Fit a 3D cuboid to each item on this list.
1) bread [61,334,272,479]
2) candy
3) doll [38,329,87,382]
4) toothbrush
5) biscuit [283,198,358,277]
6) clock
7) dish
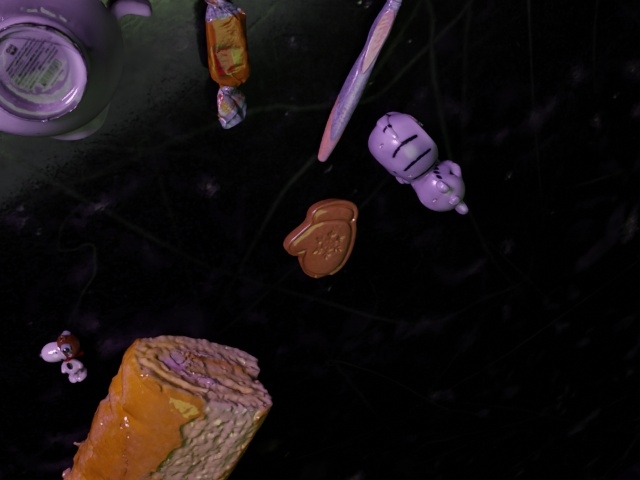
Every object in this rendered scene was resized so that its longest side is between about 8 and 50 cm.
[{"bbox_3d":[-0.259,0.331,1.037,0.236,0.165,0.375,15,116,-32],"label":"bread"},{"bbox_3d":[-0.113,-0.226,0.799,0.053,0.046,0.182,-12,122,-16],"label":"candy"},{"bbox_3d":[-0.358,0.168,0.954,0.058,0.040,0.085,-28,128,9],"label":"doll"},{"bbox_3d":[0.076,-0.268,0.876,0.028,0.037,0.375,19,115,-15],"label":"toothbrush"},{"bbox_3d":[0.001,0.001,1.033,0.118,0.023,0.140,-11,127,-21],"label":"biscuit"},{"bbox_3d":[0.146,-0.109,0.968,0.080,0.117,0.176,-45,130,7],"label":"clock"},{"bbox_3d":[-0.290,-0.196,0.704,0.246,0.078,0.224,-36,130,0],"label":"dish"}]
